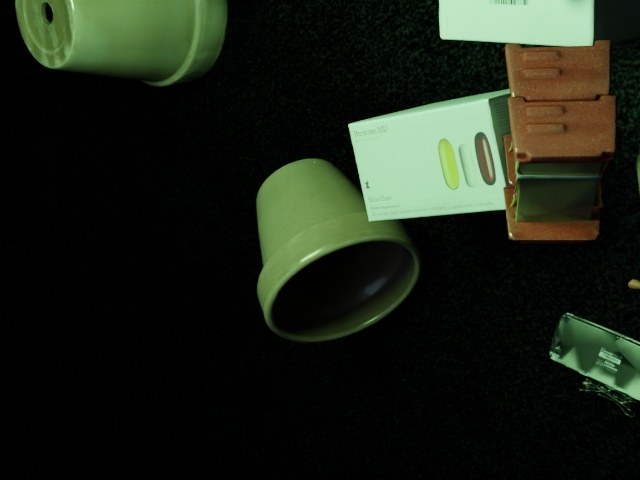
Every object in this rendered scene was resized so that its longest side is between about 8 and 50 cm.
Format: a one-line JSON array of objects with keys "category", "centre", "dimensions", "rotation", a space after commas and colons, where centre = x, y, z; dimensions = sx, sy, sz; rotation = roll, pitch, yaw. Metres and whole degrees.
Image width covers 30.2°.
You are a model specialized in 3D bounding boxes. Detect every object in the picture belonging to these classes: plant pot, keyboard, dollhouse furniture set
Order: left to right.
[{"category": "plant pot", "centre": [-0.369, -0.419, 2.101], "dimensions": [0.323, 0.280, 0.323], "rotation": [18, 116, 42]}, {"category": "plant pot", "centre": [0.000, 0.000, 1.902], "dimensions": [0.229, 0.263, 0.263], "rotation": [64, 142, 35]}, {"category": "keyboard", "centre": [0.408, 0.178, 1.664], "dimensions": [0.192, 0.038, 0.100], "rotation": [26, 99, 41]}, {"category": "dollhouse furniture set", "centre": [0.393, -0.105, 1.338], "dimensions": [0.201, 0.374, 0.152], "rotation": [80, -168, -61]}]

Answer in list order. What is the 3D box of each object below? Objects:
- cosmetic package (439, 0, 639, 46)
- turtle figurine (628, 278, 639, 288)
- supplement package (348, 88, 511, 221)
[{"category": "cosmetic package", "centre": [0.299, -0.317, 1.442], "dimensions": [0.224, 0.225, 0.138], "rotation": [14, 114, 45]}, {"category": "turtle figurine", "centre": [0.522, 0.126, 1.468], "dimensions": [0.269, 0.087, 0.217], "rotation": [3, 114, 38]}, {"category": "supplement package", "centre": [0.208, -0.124, 1.630], "dimensions": [0.262, 0.204, 0.145], "rotation": [-5, 100, 49]}]
